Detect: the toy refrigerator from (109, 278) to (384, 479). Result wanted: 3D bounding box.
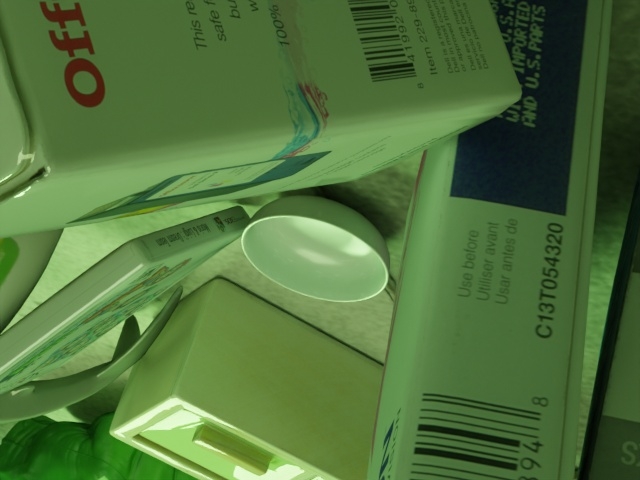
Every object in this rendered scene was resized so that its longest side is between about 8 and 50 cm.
[{"bbox_3d":[0.011,0.137,1.049,0.269,0.094,0.102,30,148,-19],"label":"toy refrigerator"}]

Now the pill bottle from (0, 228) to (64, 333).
[{"bbox_3d":[-0.261,-0.047,0.850,0.246,0.136,0.136,32,147,-22],"label":"pill bottle"}]

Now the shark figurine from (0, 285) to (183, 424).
[{"bbox_3d":[-0.235,0.061,0.985,0.278,0.166,0.116,15,149,5],"label":"shark figurine"}]

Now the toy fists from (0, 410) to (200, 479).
[{"bbox_3d":[-0.116,0.211,1.243,0.142,0.096,0.279,9,152,35],"label":"toy fists"}]

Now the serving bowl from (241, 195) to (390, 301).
[{"bbox_3d":[0.000,0.000,0.896,0.083,0.027,0.083,13,150,8],"label":"serving bowl"}]

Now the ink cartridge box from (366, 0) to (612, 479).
[{"bbox_3d":[0.054,0.093,0.720,0.071,0.324,0.330,10,149,0],"label":"ink cartridge box"}]

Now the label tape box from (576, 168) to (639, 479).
[{"bbox_3d":[0.160,0.151,0.754,0.106,0.333,0.240,12,149,10],"label":"label tape box"}]

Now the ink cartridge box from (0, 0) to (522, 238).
[{"bbox_3d":[-0.052,-0.092,0.546,0.212,0.154,0.093,-12,172,-46],"label":"ink cartridge box"}]

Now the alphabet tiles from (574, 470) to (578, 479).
[{"bbox_3d":[0.314,0.236,1.133,0.285,0.011,0.342,-14,137,42],"label":"alphabet tiles"}]

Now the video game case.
[{"bbox_3d":[-0.122,0.037,0.876,0.157,0.143,0.019,-36,85,20],"label":"video game case"}]
